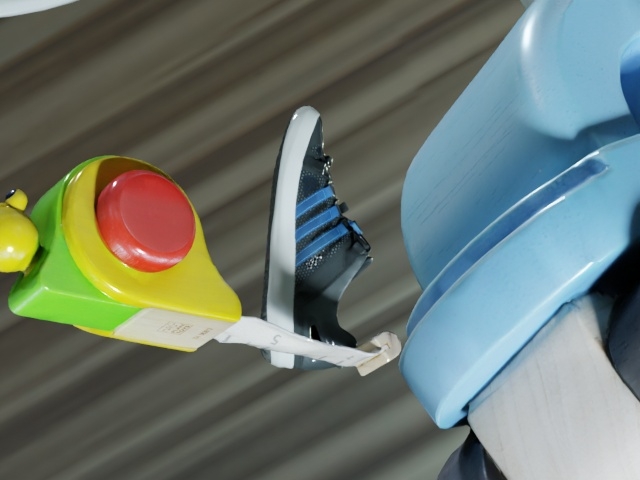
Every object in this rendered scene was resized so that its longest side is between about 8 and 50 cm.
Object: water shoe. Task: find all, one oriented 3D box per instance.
[{"bbox_3d":[0.000,0.000,1.413,0.073,0.080,0.203,116,-20,-77],"label":"water shoe"}]

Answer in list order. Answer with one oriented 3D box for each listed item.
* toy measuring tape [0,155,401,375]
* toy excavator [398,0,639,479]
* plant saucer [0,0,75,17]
[{"bbox_3d":[-0.086,0.014,1.275,0.330,0.121,0.121,13,32,-34],"label":"toy measuring tape"},{"bbox_3d":[0.169,-0.082,1.043,0.445,0.433,0.222,56,-42,16],"label":"toy excavator"},{"bbox_3d":[-0.202,-0.218,0.589,0.400,0.400,0.100,60,40,-29],"label":"plant saucer"}]
